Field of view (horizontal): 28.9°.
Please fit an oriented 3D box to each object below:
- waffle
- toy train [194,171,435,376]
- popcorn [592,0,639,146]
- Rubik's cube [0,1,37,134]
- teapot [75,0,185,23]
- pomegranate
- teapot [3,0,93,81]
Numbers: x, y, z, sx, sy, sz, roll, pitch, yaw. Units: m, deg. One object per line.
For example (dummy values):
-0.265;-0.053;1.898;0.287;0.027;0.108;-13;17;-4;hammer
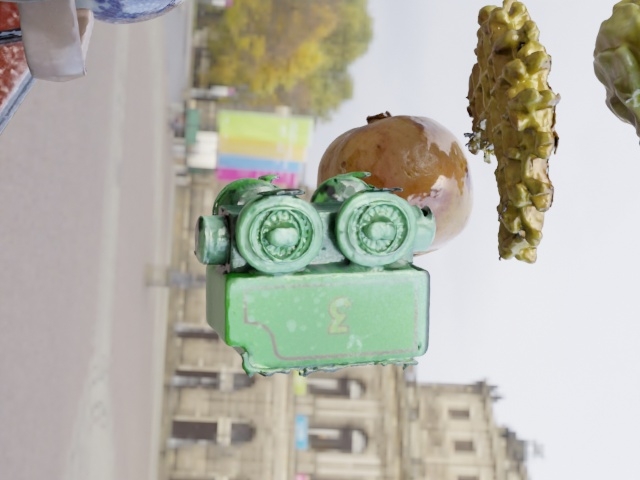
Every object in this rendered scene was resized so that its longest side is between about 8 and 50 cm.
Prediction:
0.213;-0.143;1.431;0.293;0.069;0.259;-99;-172;-53;waffle
-0.005;0.031;1.226;0.132;0.243;0.188;-152;-117;-70;toy train
0.521;-0.239;1.745;0.293;0.237;0.293;53;-2;3;popcorn
-0.468;-0.230;1.438;0.255;0.259;0.260;-54;-158;0;Rubik's cube
-0.248;-0.356;1.333;0.424;0.280;0.252;-138;-139;-57;teapot
0.102;-0.079;1.679;0.215;0.215;0.215;-177;-90;-84;pomegranate
-0.187;-0.281;0.856;0.344;0.253;0.300;-96;-177;-65;teapot
